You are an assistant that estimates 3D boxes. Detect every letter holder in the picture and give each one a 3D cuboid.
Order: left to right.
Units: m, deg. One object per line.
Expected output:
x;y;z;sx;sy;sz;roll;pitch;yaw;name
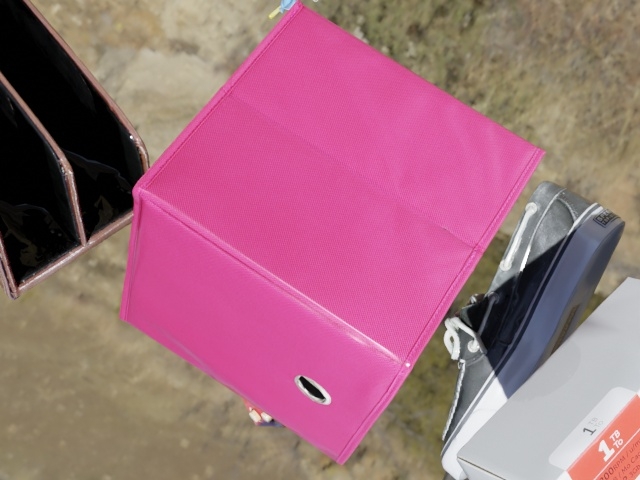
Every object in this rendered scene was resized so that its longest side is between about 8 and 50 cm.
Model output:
-0.288;-0.141;0.933;0.302;0.152;0.214;48;159;16;letter holder

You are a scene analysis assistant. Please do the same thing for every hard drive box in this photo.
0.223;0.173;0.763;0.232;0.181;0.089;56;160;-25;hard drive box

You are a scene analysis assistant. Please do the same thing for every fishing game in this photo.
0.018;-0.387;1.658;0.041;0.189;0.264;49;152;-12;fishing game

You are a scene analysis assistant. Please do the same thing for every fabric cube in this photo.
0.000;0.000;1.024;0.258;0.259;0.254;33;150;5;fabric cube

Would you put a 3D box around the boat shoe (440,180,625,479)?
0.178;0.088;1.113;0.105;0.306;0.113;33;-157;24;boat shoe

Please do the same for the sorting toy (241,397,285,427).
-0.088;0.115;1.346;0.257;0.089;0.255;42;157;21;sorting toy

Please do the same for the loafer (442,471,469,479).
0.158;0.374;1.391;0.078;0.220;0.080;21;169;13;loafer
